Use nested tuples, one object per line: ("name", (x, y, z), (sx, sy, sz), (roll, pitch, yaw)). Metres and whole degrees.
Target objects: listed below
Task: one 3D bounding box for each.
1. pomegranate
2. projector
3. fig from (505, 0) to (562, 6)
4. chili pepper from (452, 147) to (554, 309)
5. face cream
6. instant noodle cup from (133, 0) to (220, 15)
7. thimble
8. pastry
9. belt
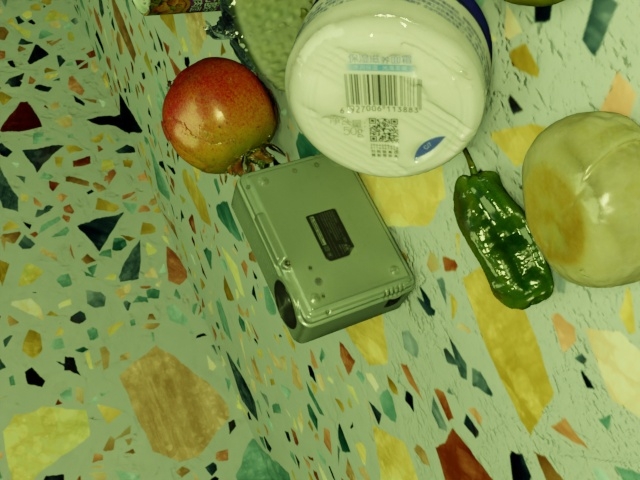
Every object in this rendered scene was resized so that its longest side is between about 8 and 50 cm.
("pomegranate", (-0.171, -0.211, 1.353), (0.235, 0.210, 0.210), (54, 155, 12))
("projector", (0.000, 0.000, 1.117), (0.257, 0.191, 0.099), (64, 158, 21))
("fig", (0.168, -0.263, 0.609), (0.136, 0.120, 0.153), (20, 148, 57))
("chili pepper", (0.181, -0.023, 0.817), (0.204, 0.072, 0.073), (65, 160, 15))
("face cream", (0.069, -0.166, 0.777), (0.206, 0.205, 0.111), (97, -174, -48))
("instant noodle cup", (-0.235, -0.498, 1.296), (0.251, 0.190, 0.251), (51, 151, 43))
("thimble", (-0.009, -0.328, 0.937), (0.271, 0.149, 0.271), (49, 149, 45))
("pastry", (0.235, -0.032, 0.661), (0.156, 0.091, 0.157), (166, 90, -75))
("belt", (-0.104, -0.328, 1.162), (0.218, 0.128, 0.122), (-128, 25, -59))
